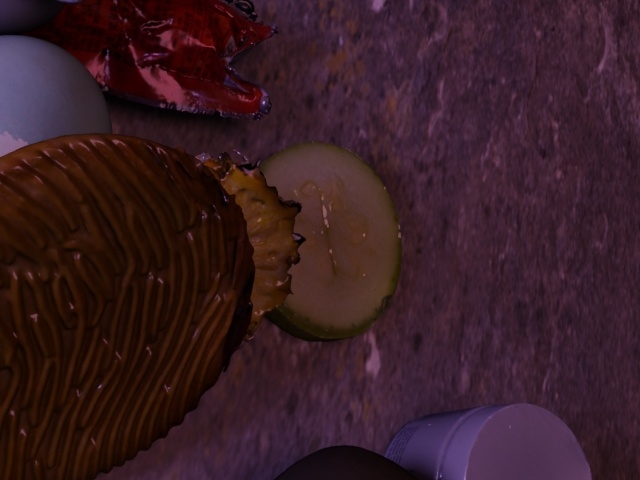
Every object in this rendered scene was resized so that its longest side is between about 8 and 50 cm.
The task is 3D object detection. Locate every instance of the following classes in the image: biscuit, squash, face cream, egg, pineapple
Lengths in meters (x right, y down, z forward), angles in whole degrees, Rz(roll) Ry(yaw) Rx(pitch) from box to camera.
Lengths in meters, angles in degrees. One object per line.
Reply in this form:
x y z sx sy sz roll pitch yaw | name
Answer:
-0.186 0.068 0.674 0.318 0.040 0.317 -21 127 -31 | biscuit
0.003 -0.001 0.933 0.219 0.041 0.219 10 72 -32 | squash
0.169 0.263 0.901 0.177 0.153 0.177 11 69 -30 | face cream
-0.260 -0.061 0.694 0.168 0.168 0.230 30 60 -24 | egg
-0.118 0.012 0.792 0.225 0.076 0.224 -11 114 -26 | pineapple

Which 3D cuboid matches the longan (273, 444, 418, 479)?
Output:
0.028 0.306 0.760 0.248 0.248 0.248 10 71 -31 | longan

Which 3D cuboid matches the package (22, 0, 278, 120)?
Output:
-0.170 -0.212 0.865 0.270 0.071 0.193 17 53 -25 | package

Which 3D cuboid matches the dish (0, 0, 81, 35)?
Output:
-0.299 -0.216 0.732 0.228 0.086 0.236 26 26 6 | dish
